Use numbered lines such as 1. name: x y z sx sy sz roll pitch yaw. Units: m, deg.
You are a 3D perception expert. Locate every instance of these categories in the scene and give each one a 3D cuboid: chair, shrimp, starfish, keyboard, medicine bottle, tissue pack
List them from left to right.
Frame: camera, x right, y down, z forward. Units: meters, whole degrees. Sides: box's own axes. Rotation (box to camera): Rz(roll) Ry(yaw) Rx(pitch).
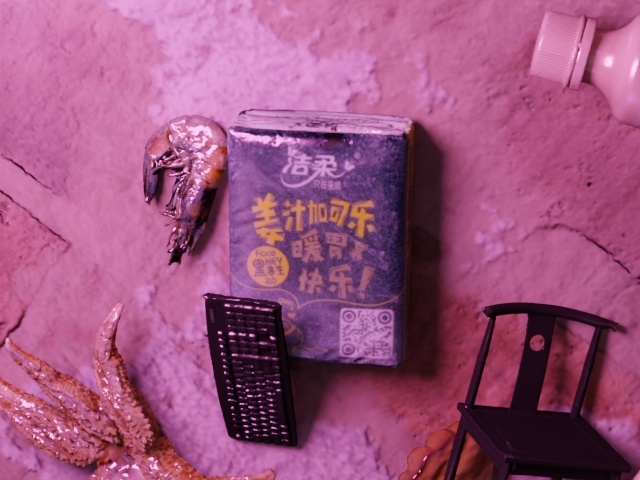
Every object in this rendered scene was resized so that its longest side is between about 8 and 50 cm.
1. starfish: -0.250 0.214 2.053 0.301 0.084 0.293 -31 101 22
2. shrimp: -0.148 -0.055 1.974 0.091 0.034 0.161 19 105 15
3. keyboard: -0.073 0.139 1.967 0.087 0.017 0.250 6 141 9
4. tissue pack: 0.000 0.000 1.939 0.185 0.081 0.257 3 109 7
5. chair: 0.223 0.209 1.927 0.154 0.141 0.260 7 107 -20
6. medicine bottle: 0.330 -0.160 1.814 0.252 0.114 0.114 15 111 5

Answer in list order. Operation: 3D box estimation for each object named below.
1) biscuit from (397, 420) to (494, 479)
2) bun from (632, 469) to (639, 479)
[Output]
1. biscuit: 0.125 0.276 2.022 0.118 0.061 0.183 -4 111 -23
2. bun: 0.398 0.318 1.937 0.287 0.146 0.287 -6 105 -24
